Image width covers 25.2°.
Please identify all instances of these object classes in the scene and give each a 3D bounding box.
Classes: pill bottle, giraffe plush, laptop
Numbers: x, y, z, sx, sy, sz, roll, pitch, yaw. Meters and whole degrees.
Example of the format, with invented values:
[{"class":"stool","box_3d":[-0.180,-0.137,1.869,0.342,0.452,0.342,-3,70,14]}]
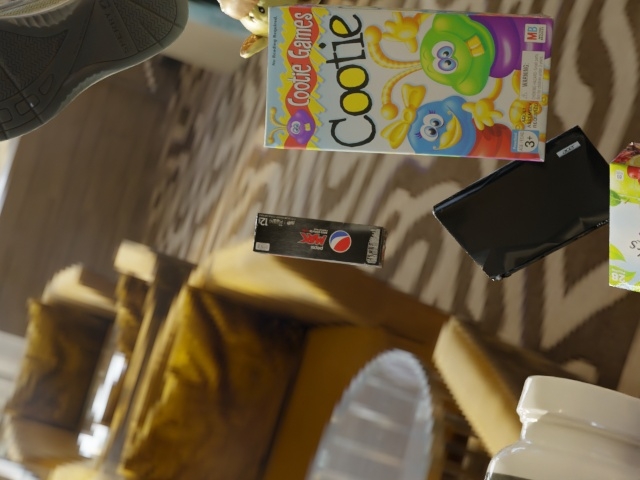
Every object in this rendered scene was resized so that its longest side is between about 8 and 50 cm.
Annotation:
[{"class":"pill bottle","box_3d":[0.271,0.350,1.602,0.210,0.210,0.363,163,125,-70]},{"class":"giraffe plush","box_3d":[-0.076,-0.320,1.745,0.181,0.210,0.171,115,154,-55]},{"class":"laptop","box_3d":[0.317,-0.055,1.992,0.234,0.137,0.264,-29,-3,23]}]

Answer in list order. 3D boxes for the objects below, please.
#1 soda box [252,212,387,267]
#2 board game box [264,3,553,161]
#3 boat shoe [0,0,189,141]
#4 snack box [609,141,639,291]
[{"class":"soda box","box_3d":[0.000,0.000,1.870,0.060,0.168,0.053,22,-105,-81]},{"class":"board game box","box_3d":[0.088,-0.163,1.450,0.142,0.275,0.144,-65,-23,-79]},{"class":"boat shoe","box_3d":[-0.283,-0.182,1.401,0.320,0.118,0.103,-31,20,-21]},{"class":"snack box","box_3d":[0.452,-0.012,1.706,0.070,0.207,0.175,-39,-46,-45]}]
